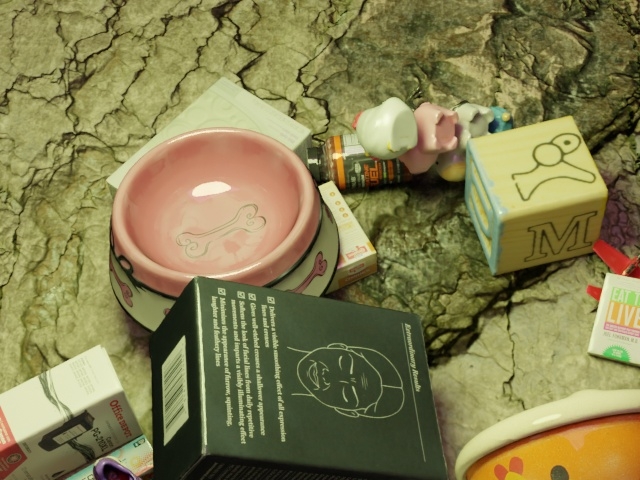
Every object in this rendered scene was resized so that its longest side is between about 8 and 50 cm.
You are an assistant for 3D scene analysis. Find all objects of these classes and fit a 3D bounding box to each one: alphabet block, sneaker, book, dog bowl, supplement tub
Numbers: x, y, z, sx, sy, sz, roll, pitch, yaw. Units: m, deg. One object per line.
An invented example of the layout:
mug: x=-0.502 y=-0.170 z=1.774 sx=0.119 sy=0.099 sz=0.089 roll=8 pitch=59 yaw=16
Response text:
alphabet block: x=0.378 y=-0.079 z=2.004 sx=0.197 sy=0.193 sz=0.192 roll=-13 pitch=57 yaw=-3
sneaker: x=-0.289 y=0.403 z=1.759 sx=0.170 sy=0.071 sz=0.068 roll=35 pitch=75 yaw=-1
book: x=0.520 y=0.135 z=1.921 sx=0.096 sy=0.035 sz=0.144 roll=13 pitch=77 yaw=14
dog bowl: x=-0.174 y=-0.024 z=1.916 sx=0.408 sy=0.150 sz=0.407 roll=-3 pitch=51 yaw=3
supplement tub: x=0.074 y=-0.152 z=2.136 sx=0.198 sy=0.106 sz=0.106 roll=-7 pitch=55 yaw=1

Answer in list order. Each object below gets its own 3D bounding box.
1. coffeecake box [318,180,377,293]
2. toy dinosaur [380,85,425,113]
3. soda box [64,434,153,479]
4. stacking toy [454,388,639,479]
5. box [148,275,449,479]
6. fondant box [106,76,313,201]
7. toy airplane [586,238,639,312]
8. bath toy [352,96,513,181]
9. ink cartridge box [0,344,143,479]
coffeecake box: x=0.000 y=0.000 z=2.060 sx=0.142 sy=0.068 sz=0.185 roll=-23 pitch=57 yaw=-11
toy dinosaur: x=0.163 y=-0.231 z=2.210 sx=0.268 sy=0.064 sz=0.118 roll=-10 pitch=62 yaw=2
soda box: x=-0.348 y=0.395 z=1.828 sx=0.183 sy=0.058 sz=0.063 roll=-28 pitch=59 yaw=-15
stacking toy: x=0.406 y=0.473 z=1.557 sx=0.351 sy=0.350 sz=0.479 roll=-11 pitch=62 yaw=-2
box: x=-0.041 y=0.255 z=1.706 sx=0.396 sy=0.212 sz=0.293 roll=12 pitch=51 yaw=-24
fondant box: x=-0.206 y=-0.137 z=2.157 sx=0.238 sy=0.096 sz=0.330 roll=33 pitch=66 yaw=24
toy airplane: x=0.522 y=0.068 z=1.969 sx=0.151 sy=0.028 sz=0.151 roll=0 pitch=79 yaw=-1
bath toy: x=0.194 y=-0.185 z=2.030 sx=0.348 sy=0.151 sz=0.129 roll=0 pitch=10 yaw=-42
ink cartridge box: x=-0.427 y=0.296 z=1.834 sx=0.237 sy=0.172 sz=0.100 roll=-26 pitch=58 yaw=-13
